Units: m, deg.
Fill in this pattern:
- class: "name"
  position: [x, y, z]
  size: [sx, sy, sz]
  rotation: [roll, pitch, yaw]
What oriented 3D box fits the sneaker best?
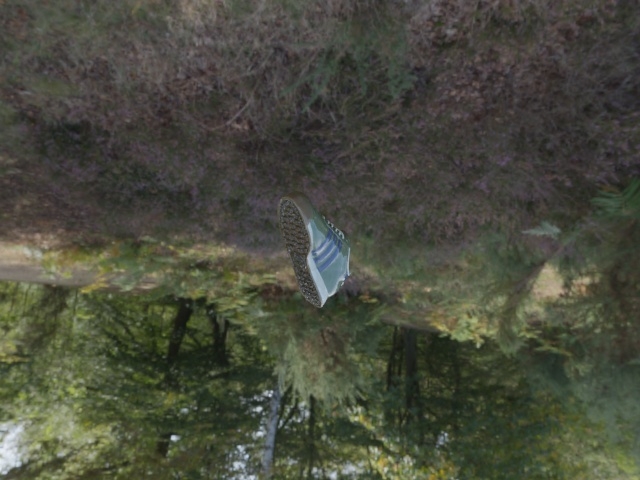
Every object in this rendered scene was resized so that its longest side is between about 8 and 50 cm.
- class: "sneaker"
  position: [0.000, 0.000, 0.719]
  size: [0.086, 0.192, 0.064]
  rotation: [-36, -139, -30]
